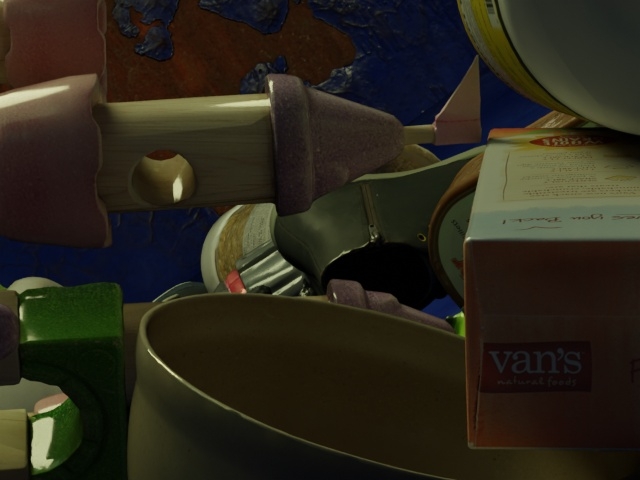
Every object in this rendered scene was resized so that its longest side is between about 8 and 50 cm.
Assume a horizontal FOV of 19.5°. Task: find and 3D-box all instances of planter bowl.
[{"bbox_3d":[0.011,0.094,0.587,0.162,0.162,0.109,-58,-18,-77],"label":"planter bowl"}]

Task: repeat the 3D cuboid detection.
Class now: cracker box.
[{"bbox_3d":[0.129,0.008,0.616,0.156,0.067,0.232,0,10,7],"label":"cracker box"}]

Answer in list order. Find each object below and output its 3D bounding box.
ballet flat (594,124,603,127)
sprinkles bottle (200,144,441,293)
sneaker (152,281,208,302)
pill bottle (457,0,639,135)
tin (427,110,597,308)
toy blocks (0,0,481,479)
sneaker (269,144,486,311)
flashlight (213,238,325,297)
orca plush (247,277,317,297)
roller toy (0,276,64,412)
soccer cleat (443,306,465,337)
[{"bbox_3d":[0.176,-0.030,0.814,0.316,0.106,0.107,-39,6,-28],"label":"ballet flat"},{"bbox_3d":[0.000,0.000,1.601,0.121,0.121,0.355,-38,5,-20],"label":"sprinkles bottle"},{"bbox_3d":[-0.127,0.088,1.748,0.163,0.086,0.226,-46,7,43],"label":"sneaker"},{"bbox_3d":[0.114,-0.103,0.707,0.119,0.119,0.208,-35,7,3],"label":"pill bottle"},{"bbox_3d":[0.134,-0.014,0.936,0.190,0.106,0.040,-32,6,40],"label":"tin"},{"bbox_3d":[-0.069,0.070,0.732,0.260,0.288,0.309,-2,30,-5],"label":"toy blocks"},{"bbox_3d":[0.088,0.002,1.163,0.222,0.083,0.118,-10,24,-13],"label":"sneaker"},{"bbox_3d":[-0.126,0.116,1.437,0.304,0.103,0.103,-32,-14,4],"label":"flashlight"},{"bbox_3d":[0.004,0.104,1.044,0.287,0.102,0.151,-7,-72,-80],"label":"orca plush"},{"bbox_3d":[-0.203,0.139,1.307,0.146,0.209,0.191,-35,-30,7],"label":"roller toy"},{"bbox_3d":[0.111,0.041,0.910,0.179,0.072,0.060,124,155,-46],"label":"soccer cleat"}]
